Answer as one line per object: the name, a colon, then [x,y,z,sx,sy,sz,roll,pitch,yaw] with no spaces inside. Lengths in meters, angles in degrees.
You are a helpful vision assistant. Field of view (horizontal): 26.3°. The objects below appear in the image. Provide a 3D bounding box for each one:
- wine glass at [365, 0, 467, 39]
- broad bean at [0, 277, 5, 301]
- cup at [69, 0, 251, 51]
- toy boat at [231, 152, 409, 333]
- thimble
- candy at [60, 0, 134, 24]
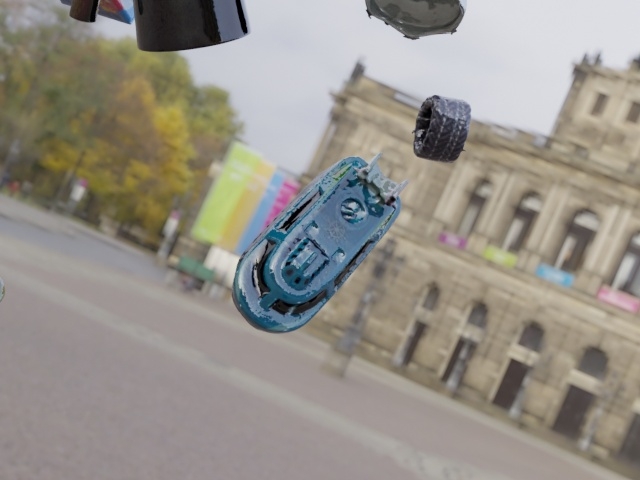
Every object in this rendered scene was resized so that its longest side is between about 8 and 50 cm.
wine glass: [0.165,-0.438,2.141,0.165,0.196,0.165,13,-25,6]
broad bean: [-0.679,0.049,2.616,0.153,0.072,0.206,62,0,29]
cup: [-0.223,-0.361,1.924,0.239,0.177,0.166,-17,21,-25]
toy boat: [0.000,0.000,1.907,0.134,0.299,0.092,43,-26,-4]
thimble: [0.178,-0.164,2.020,0.066,0.095,0.104,9,-4,-11]
candy: [-0.399,-0.479,2.188,0.157,0.100,0.306,21,-17,24]
